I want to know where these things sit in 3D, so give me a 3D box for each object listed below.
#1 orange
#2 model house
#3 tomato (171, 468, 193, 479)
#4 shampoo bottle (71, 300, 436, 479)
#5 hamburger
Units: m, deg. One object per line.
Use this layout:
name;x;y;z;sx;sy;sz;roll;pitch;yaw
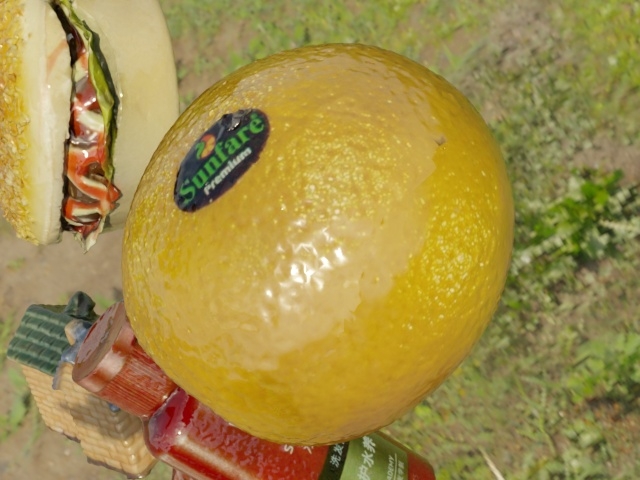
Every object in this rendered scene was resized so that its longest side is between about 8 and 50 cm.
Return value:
orange;0.000;0.000;0.665;0.236;0.236;0.236;-18;50;23
model house;-0.232;0.126;1.251;0.183;0.172;0.166;9;42;35
tomato;-0.053;0.319;1.125;0.309;0.309;0.170;25;85;43
shampoo bottle;-0.043;0.154;0.904;0.076;0.314;0.118;-30;33;45
hamburger;-0.247;-0.140;1.127;0.170;0.302;0.302;-6;40;-23
